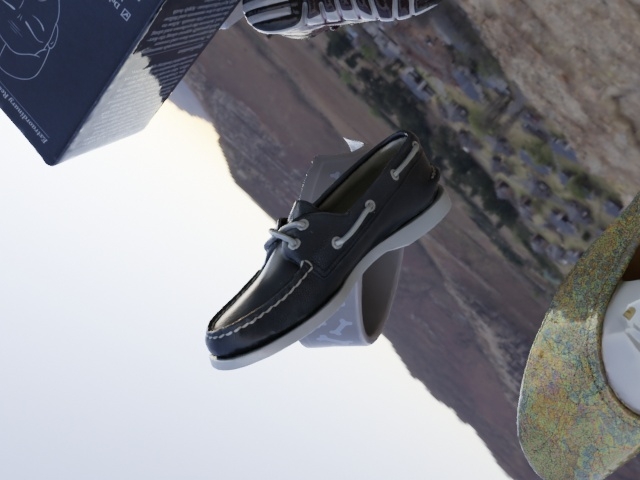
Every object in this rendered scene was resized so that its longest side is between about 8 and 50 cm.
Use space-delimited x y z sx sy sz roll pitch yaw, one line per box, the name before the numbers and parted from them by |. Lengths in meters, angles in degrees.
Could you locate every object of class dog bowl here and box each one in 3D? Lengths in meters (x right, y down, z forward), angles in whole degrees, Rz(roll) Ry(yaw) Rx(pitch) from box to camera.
dog bowl | 0.057 0.009 1.093 0.102 0.349 0.349 7 171 18

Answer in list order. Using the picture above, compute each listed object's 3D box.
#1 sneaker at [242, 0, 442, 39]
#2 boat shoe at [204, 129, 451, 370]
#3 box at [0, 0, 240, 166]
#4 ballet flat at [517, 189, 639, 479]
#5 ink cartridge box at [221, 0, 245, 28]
sneaker | 0.038 -0.344 0.960 0.162 0.281 0.106 -65 -31 -81
boat shoe | 0.000 0.000 0.644 0.114 0.302 0.091 -2 121 51
box | -0.305 -0.348 0.918 0.293 0.395 0.212 49 -146 0
ballet flat | 0.259 0.022 0.486 0.123 0.348 0.123 34 166 10
ink cartridge box | -0.173 -0.530 1.228 0.198 0.270 0.197 16 143 46
